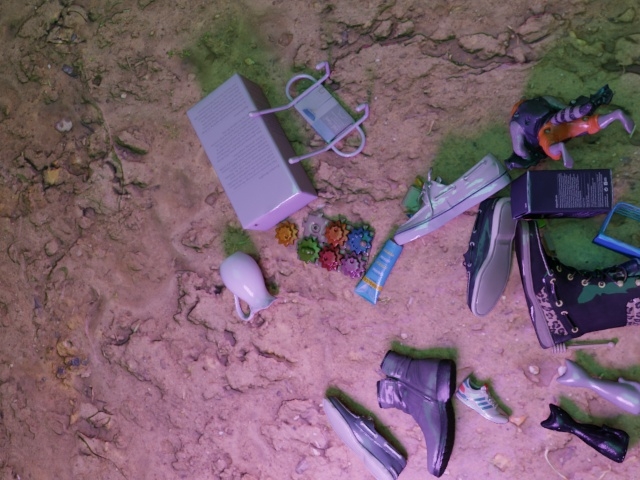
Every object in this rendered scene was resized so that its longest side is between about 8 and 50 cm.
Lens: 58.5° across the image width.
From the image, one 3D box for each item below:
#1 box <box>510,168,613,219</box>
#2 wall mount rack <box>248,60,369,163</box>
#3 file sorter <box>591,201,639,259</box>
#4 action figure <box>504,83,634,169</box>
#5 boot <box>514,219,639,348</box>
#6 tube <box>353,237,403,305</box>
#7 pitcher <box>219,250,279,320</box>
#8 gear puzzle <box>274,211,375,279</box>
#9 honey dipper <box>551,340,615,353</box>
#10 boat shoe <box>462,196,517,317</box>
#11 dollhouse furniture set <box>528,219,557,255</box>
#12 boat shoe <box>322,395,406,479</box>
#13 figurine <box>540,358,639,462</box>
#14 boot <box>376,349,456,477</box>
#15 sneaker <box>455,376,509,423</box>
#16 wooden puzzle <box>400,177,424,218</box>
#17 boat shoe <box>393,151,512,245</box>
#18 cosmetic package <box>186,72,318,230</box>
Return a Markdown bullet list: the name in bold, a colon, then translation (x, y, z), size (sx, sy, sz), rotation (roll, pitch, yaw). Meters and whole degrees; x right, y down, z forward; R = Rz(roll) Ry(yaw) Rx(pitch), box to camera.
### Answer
- **box**: translation (0.611, -0.116, 1.465), size (0.207, 0.153, 0.108), rotation (0, 85, 2)
- **wall mount rack**: translation (-0.031, -0.386, 1.777), size (0.304, 0.130, 0.350), rotation (-39, 74, -4)
- **file sorter**: translation (0.776, -0.023, 1.448), size (0.118, 0.170, 0.105), rotation (27, 94, 21)
- **action figure**: translation (0.627, -0.326, 1.470), size (0.341, 0.330, 0.178), rotation (-41, 118, -1)
- **boot**: translation (0.664, 0.094, 1.460), size (0.284, 0.138, 0.378), rotation (-13, 109, 18)
- **tube**: translation (0.182, 0.093, 1.753), size (0.080, 0.052, 0.207), rotation (35, 107, 24)
- **pitcher**: translation (-0.257, 0.155, 1.895), size (0.177, 0.125, 0.207), rotation (-38, 86, 32)
- **gear puzzle**: translation (0.000, 0.000, 1.827), size (0.338, 0.044, 0.176), rotation (17, 95, 22)
- **honey dipper**: translation (0.707, 0.286, 1.540), size (0.160, 0.030, 0.031), rotation (-7, 86, 20)
- **boat shoe**: translation (0.457, 0.040, 1.609), size (0.113, 0.127, 0.340), rotation (19, 103, 53)
- **dollhouse furniture set**: translation (0.595, -0.021, 1.572), size (0.058, 0.076, 0.152), rotation (-21, 71, 18)
- **boat shoe**: translation (0.131, 0.592, 1.745), size (0.099, 0.116, 0.319), rotation (-32, 63, -26)
- **figurine**: translation (0.714, 0.438, 1.505), size (0.209, 0.092, 0.215), rotation (19, 94, 26)
- **boot**: translation (0.275, 0.500, 1.675), size (0.222, 0.118, 0.338), rotation (1, 78, 25)
- **sneaker**: translation (0.467, 0.450, 1.616), size (0.161, 0.057, 0.075), rotation (30, 105, 23)
- **wooden puzzle**: translation (0.288, -0.123, 1.732), size (0.078, 0.014, 0.116), rotation (38, 102, 23)
- **boat shoe**: translation (0.345, -0.135, 1.630), size (0.367, 0.136, 0.157), rotation (-33, 89, 15)
- **cosmetic package**: translation (-0.223, -0.282, 1.864), size (0.230, 0.161, 0.453), rotation (-31, 77, 18)
